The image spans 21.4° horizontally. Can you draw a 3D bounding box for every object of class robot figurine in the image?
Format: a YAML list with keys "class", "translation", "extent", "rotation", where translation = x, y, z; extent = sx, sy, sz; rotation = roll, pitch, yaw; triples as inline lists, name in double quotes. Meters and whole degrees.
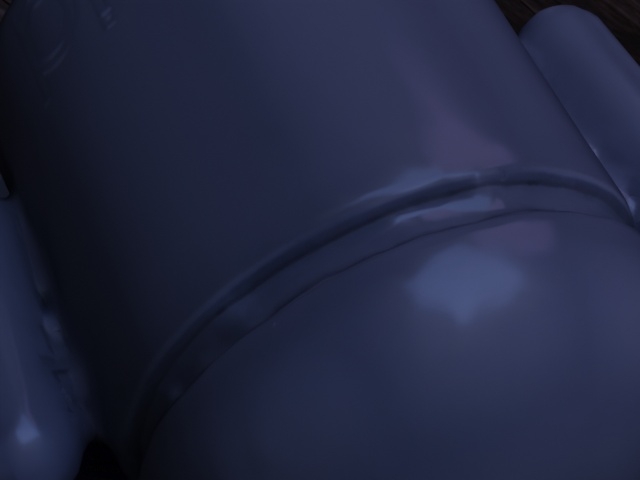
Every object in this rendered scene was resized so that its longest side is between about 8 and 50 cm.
- class: "robot figurine"
  translation: [0.000, 0.000, 0.621]
  extent: [0.300, 0.200, 0.353]
  rotation: [-21, 58, -11]

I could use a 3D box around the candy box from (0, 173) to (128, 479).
- class: "candy box"
  translation: [-0.098, 0.058, 0.714]
  extent: [0.164, 0.070, 0.196]
  rotation: [10, 45, -21]
